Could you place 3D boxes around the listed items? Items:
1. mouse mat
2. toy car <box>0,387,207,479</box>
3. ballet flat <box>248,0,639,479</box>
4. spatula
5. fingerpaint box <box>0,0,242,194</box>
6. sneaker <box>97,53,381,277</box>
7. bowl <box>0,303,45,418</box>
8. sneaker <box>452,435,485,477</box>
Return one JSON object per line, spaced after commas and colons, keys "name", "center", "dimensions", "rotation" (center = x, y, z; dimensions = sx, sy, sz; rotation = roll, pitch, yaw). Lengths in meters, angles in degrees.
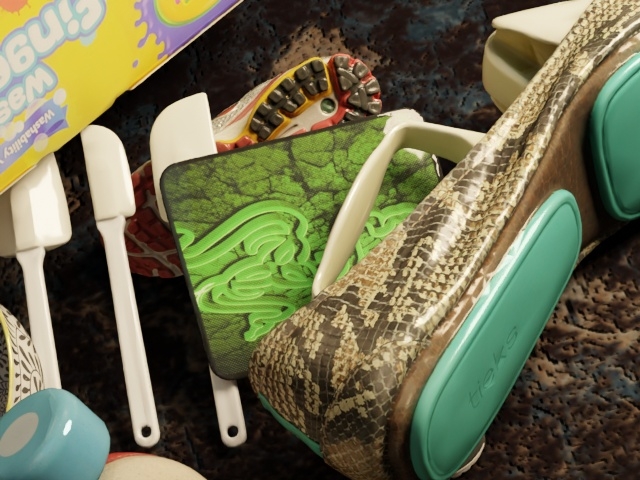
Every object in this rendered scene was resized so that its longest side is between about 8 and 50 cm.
{"name": "mouse mat", "center": [0.000, 0.000, 1.238], "dimensions": [0.190, 0.007, 0.152], "rotation": [-15, 79, -10]}
{"name": "toy car", "center": [-0.179, 0.219, 1.094], "dimensions": [0.238, 0.219, 0.210], "rotation": [-4, 47, 47]}
{"name": "ballet flat", "center": [0.130, -0.048, 1.195], "dimensions": [0.182, 0.164, 0.483], "rotation": [28, 61, 33]}
{"name": "spatula", "center": [-0.136, 0.033, 1.249], "dimensions": [0.168, 0.019, 0.242], "rotation": [-12, 77, 8]}
{"name": "fingerpaint box", "center": [-0.310, -0.180, 1.327], "dimensions": [0.371, 0.163, 0.445], "rotation": [20, 51, 39]}
{"name": "sneaker", "center": [-0.055, -0.051, 1.313], "dimensions": [0.225, 0.088, 0.093], "rotation": [-32, 10, 3]}
{"name": "bowl", "center": [-0.233, 0.107, 1.214], "dimensions": [0.170, 0.080, 0.170], "rotation": [-10, 72, 35]}
{"name": "sneaker", "center": [0.064, 0.135, 1.164], "dimensions": [0.083, 0.035, 0.031], "rotation": [-24, 53, -4]}
